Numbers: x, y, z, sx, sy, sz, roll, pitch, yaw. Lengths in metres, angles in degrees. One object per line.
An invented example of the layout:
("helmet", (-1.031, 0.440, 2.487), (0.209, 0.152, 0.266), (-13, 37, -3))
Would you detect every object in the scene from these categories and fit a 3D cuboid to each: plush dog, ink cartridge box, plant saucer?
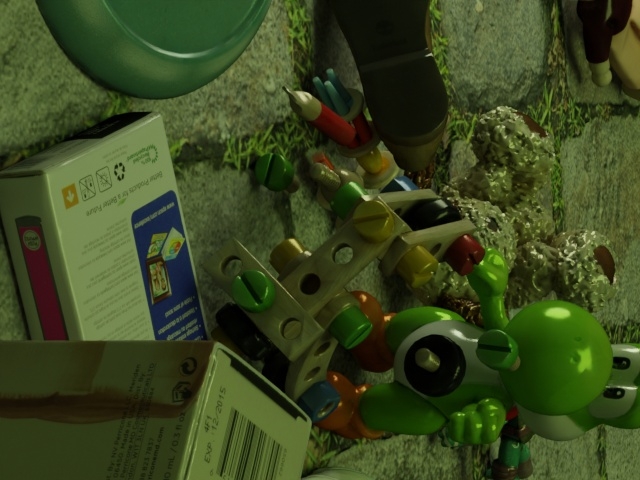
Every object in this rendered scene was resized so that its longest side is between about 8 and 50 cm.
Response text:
("plush dog", (0.172, 0.003, 2.097), (0.225, 0.211, 0.262), (-12, 72, -45))
("ink cartridge box", (-0.166, 0.090, 1.597), (0.176, 0.069, 0.370), (-35, 116, -55))
("plant saucer", (-0.131, -0.282, 1.635), (0.318, 0.044, 0.317), (-9, 102, -49))

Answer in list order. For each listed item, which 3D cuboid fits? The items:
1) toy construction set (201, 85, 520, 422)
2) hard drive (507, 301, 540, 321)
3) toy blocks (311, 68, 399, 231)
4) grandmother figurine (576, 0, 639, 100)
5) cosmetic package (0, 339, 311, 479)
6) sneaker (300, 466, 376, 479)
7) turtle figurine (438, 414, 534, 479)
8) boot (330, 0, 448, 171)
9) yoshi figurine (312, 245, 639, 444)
("toy construction set", (0.000, 0.000, 1.710), (0.237, 0.257, 0.308), (33, 38, -62))
("hard drive", (0.251, 0.127, 2.331), (0.094, 0.022, 0.135), (-9, 97, -59))
("toy blocks", (0.022, -0.093, 1.925), (0.148, 0.054, 0.123), (57, 43, -41))
("grandmother figurine", (0.398, -0.317, 2.521), (0.342, 0.104, 0.207), (34, 51, -57))
("cosmetic package", (-0.175, 0.157, 1.355), (0.153, 0.296, 0.129), (45, 51, -51))
("sneaker", (0.010, 0.278, 1.856), (0.258, 0.091, 0.094), (2, 87, -59))
("turtle figurine", (0.209, 0.201, 2.178), (0.175, 0.118, 0.234), (-43, 132, -46))
("boot", (0.072, -0.213, 1.956), (0.115, 0.112, 0.305), (78, 4, -64))
("yoshi figurine", (0.158, 0.117, 1.847), (0.203, 0.362, 0.203), (-24, 110, -56))
